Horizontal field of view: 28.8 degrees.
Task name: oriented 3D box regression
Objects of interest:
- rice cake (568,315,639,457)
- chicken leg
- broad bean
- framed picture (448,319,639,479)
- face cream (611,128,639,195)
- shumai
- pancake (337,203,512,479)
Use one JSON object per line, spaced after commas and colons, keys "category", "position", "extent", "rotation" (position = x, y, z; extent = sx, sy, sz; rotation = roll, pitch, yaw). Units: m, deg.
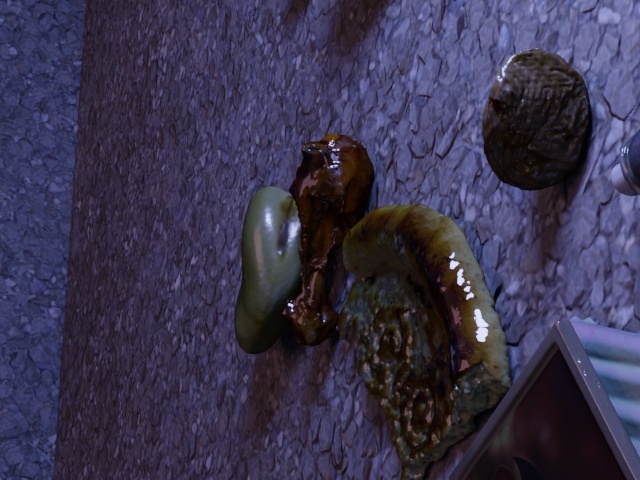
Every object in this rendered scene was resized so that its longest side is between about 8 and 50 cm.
{"category": "rice cake", "position": [0.274, 0.166, 1.175], "extent": [0.198, 0.037, 0.189], "rotation": [-158, 78, -65]}
{"category": "chicken leg", "position": [0.000, 0.000, 1.754], "extent": [0.093, 0.113, 0.304], "rotation": [-108, 28, -82]}
{"category": "broad bean", "position": [-0.066, 0.054, 1.869], "extent": [0.189, 0.121, 0.263], "rotation": [-86, 5, -63]}
{"category": "framed picture", "position": [0.219, 0.247, 1.212], "extent": [0.289, 0.020, 0.211], "rotation": [114, 144, -45]}
{"category": "face cream", "position": [0.352, -0.105, 1.062], "extent": [0.283, 0.073, 0.073], "rotation": [-38, 48, 56]}
{"category": "shumai", "position": [0.218, -0.122, 1.315], "extent": [0.105, 0.123, 0.139], "rotation": [147, 115, -72]}
{"category": "pancake", "position": [0.102, 0.098, 1.543], "extent": [0.427, 0.067, 0.305], "rotation": [-113, 38, -47]}
